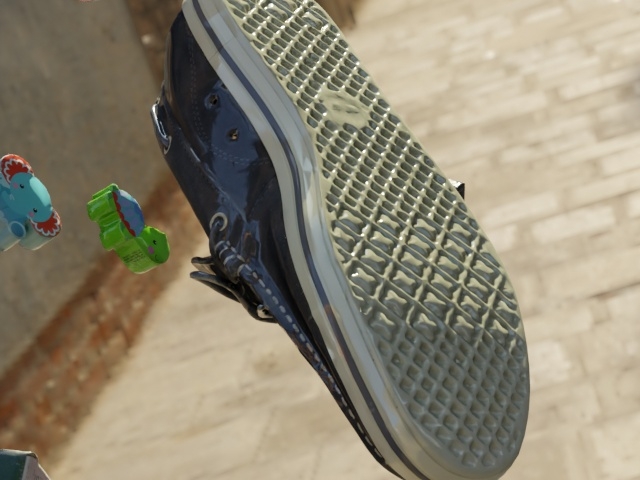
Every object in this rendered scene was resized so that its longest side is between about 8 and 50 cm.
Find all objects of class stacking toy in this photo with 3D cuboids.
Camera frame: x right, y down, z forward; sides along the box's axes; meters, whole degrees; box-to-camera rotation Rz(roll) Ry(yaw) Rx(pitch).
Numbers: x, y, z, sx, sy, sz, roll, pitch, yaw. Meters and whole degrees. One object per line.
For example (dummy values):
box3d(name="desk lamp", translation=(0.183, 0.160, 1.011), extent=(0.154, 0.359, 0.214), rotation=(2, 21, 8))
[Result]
box3d(name="stacking toy", translation=(-0.188, -0.051, 0.932), extent=(0.167, 0.221, 0.052), rotation=(-28, 0, 34))

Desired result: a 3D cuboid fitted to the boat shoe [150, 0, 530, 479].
box3d(name="boat shoe", translation=(0.000, 0.000, 1.249), extent=(0.187, 0.500, 0.156), rotation=(9, -51, -39))

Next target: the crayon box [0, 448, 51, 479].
box3d(name="crayon box", translation=(-0.287, 0.355, 1.416), extent=(0.081, 0.318, 0.202), rotation=(5, -26, 7))

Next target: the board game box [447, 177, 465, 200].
box3d(name="board game box", translation=(0.028, -0.042, 1.613), extent=(0.186, 0.026, 0.126), rotation=(15, 32, 29))
